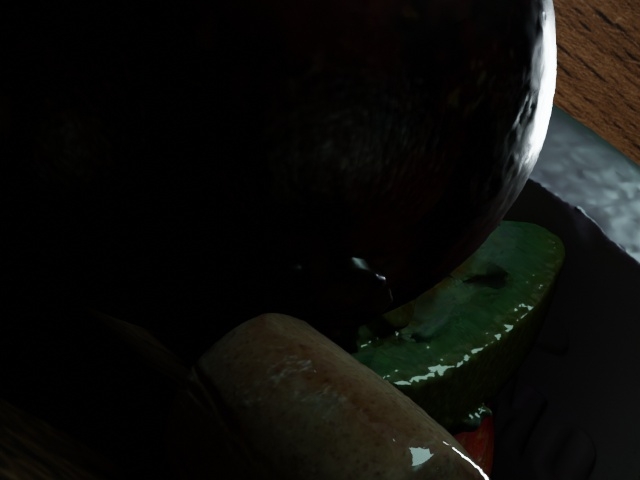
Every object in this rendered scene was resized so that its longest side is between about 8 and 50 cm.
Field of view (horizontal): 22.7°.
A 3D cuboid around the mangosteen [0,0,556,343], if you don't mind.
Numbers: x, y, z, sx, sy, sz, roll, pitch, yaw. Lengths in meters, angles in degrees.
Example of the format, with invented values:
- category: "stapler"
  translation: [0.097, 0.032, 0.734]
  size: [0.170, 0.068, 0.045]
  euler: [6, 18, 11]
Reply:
- category: "mangosteen"
  translation: [-0.044, -0.120, 0.790]
  size: [0.306, 0.306, 0.360]
  euler: [28, 42, -58]

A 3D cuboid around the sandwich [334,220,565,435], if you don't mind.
- category: "sandwich"
  translation: [0.000, 0.000, 1.016]
  size: [0.301, 0.162, 0.250]
  euler: [20, 30, 33]

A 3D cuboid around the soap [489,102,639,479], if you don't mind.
- category: "soap"
  translation: [0.155, 0.054, 1.165]
  size: [0.296, 0.285, 0.107]
  euler: [39, 44, 25]

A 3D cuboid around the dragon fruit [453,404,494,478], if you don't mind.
- category: "dragon fruit"
  translation: [0.071, 0.111, 1.056]
  size: [0.153, 0.111, 0.153]
  euler: [34, 7, -5]

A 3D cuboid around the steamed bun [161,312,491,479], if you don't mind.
- category: "steamed bun"
  translation: [0.003, 0.113, 0.698]
  size: [0.145, 0.106, 0.175]
  euler: [37, -9, 33]
